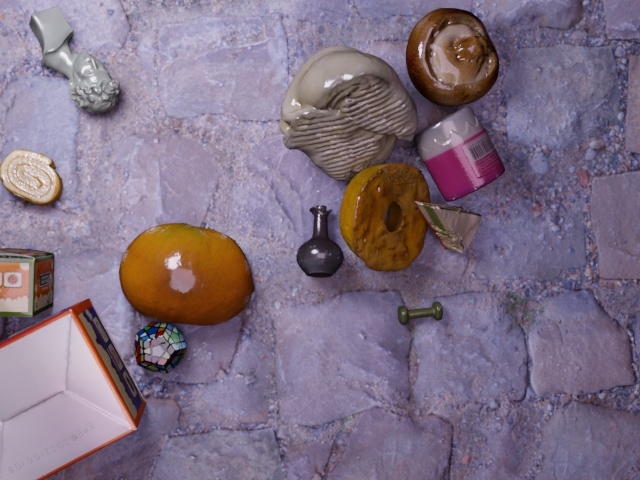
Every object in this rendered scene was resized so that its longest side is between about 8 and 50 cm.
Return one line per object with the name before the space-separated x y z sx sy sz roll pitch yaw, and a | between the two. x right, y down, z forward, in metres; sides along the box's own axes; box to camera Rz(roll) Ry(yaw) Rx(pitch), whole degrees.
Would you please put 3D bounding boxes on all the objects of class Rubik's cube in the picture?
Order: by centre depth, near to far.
Rubik's cube | -0.399 0.266 1.785 0.133 0.133 0.112 -17 118 -7

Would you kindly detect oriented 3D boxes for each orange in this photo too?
orange | -0.343 0.088 1.799 0.310 0.274 0.274 15 90 23

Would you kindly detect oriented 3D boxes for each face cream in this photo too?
face cream | 0.351 -0.221 1.834 0.175 0.175 0.195 -29 95 -6

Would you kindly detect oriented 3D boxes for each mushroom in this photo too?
mushroom | 0.335 -0.464 1.835 0.253 0.153 0.253 0 91 -10

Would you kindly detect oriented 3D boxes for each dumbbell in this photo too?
dumbbell | 0.264 0.192 1.902 0.118 0.046 0.052 -5 98 -8

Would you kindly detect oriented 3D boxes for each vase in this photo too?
vase | 0.000 0.000 1.834 0.120 0.120 0.183 4 77 -8

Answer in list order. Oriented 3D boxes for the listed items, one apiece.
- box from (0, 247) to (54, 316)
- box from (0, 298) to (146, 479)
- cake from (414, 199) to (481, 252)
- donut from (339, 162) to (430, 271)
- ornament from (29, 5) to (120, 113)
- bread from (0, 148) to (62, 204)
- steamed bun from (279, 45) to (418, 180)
box | -0.739 0.095 1.693 0.178 0.195 0.148 1 91 -7
box | -0.642 0.357 1.685 0.349 0.257 0.318 -28 97 -7
cake | 0.334 -0.069 1.832 0.116 0.086 0.220 -56 135 -17
donut | 0.160 -0.065 1.810 0.278 0.108 0.277 -10 108 -33
ornament | -0.602 -0.427 1.738 0.120 0.130 0.285 -42 88 -21
bread | -0.702 -0.156 1.751 0.149 0.073 0.122 23 87 -8
steamed bun | 0.065 -0.333 1.755 0.310 0.219 0.324 -38 139 28
